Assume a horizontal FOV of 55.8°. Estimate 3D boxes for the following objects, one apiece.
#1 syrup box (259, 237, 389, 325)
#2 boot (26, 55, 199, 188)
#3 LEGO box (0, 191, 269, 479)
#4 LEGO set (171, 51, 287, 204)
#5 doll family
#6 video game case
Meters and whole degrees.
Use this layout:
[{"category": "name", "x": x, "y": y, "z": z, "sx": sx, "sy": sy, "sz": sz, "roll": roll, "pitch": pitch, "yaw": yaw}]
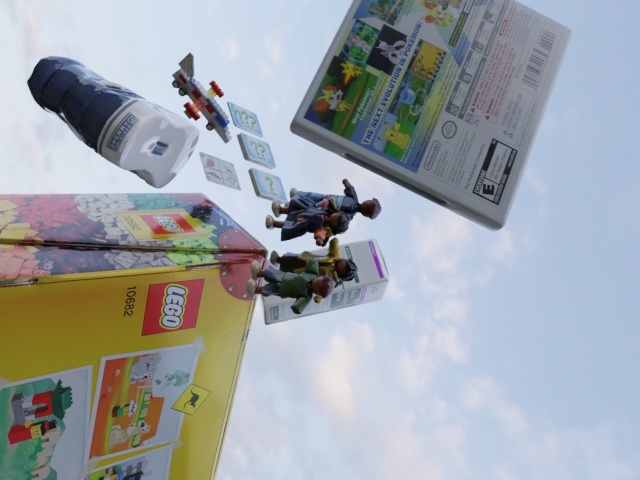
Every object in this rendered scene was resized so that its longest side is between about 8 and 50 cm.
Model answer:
[{"category": "syrup box", "x": 0.001, "y": 0.077, "z": 1.131, "sx": 0.093, "sy": 0.236, "sz": 0.096, "roll": 98, "pitch": -21, "yaw": -61}, {"category": "boot", "x": -0.161, "y": -0.098, "z": 0.500, "sx": 0.086, "sy": 0.069, "sz": 0.190, "roll": 36, "pitch": -3, "yaw": -1}, {"category": "LEGO box", "x": -0.313, "y": 0.204, "z": 0.760, "sx": 0.193, "sy": 0.372, "sz": 0.500, "roll": 37, "pitch": -59, "yaw": 43}, {"category": "LEGO set", "x": -0.135, "y": -0.163, "z": 0.908, "sx": 0.060, "sy": 0.244, "sz": 0.183, "roll": -29, "pitch": -112, "yaw": 26}, {"category": "doll family", "x": 0.000, "y": 0.000, "z": 0.668, "sx": 0.111, "sy": 0.076, "sz": 0.193, "roll": 2, "pitch": -116, "yaw": 22}, {"category": "video game case", "x": 0.159, "y": -0.217, "z": 0.809, "sx": 0.299, "sy": 0.329, "sz": 0.036, "roll": 26, "pitch": -18, "yaw": -4}]
